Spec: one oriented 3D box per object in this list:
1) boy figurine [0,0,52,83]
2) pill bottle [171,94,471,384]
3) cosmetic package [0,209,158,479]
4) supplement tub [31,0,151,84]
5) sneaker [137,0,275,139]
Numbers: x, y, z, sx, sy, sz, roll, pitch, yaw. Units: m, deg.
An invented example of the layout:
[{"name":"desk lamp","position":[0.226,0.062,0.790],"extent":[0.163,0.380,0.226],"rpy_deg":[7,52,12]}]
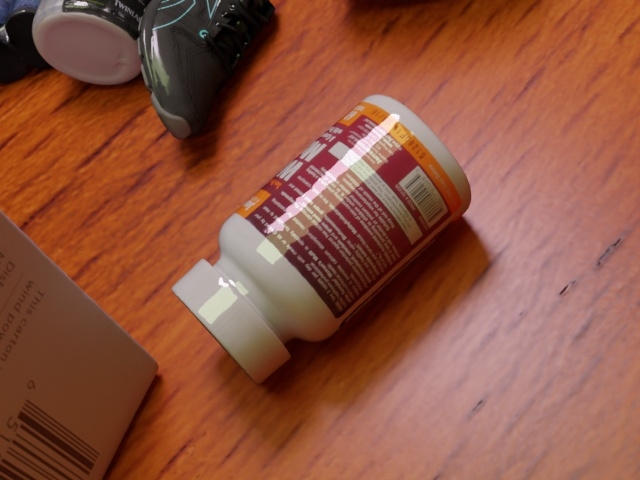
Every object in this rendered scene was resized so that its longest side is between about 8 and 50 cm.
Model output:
[{"name":"boy figurine","position":[-0.350,-0.307,1.144],"extent":[0.177,0.092,0.285],"rpy_deg":[-21,53,8]},{"name":"pill bottle","position":[0.000,0.000,0.799],"extent":[0.221,0.121,0.121],"rpy_deg":[-42,54,-8]},{"name":"cosmetic package","position":[-0.407,0.119,0.750],"extent":[0.394,0.327,0.329],"rpy_deg":[11,64,27]},{"name":"supplement tub","position":[-0.213,-0.263,1.048],"extent":[0.117,0.117,0.190],"rpy_deg":[-3,58,19]},{"name":"sneaker","position":[-0.105,-0.216,0.988],"extent":[0.106,0.101,0.267],"rpy_deg":[-6,58,14]}]
